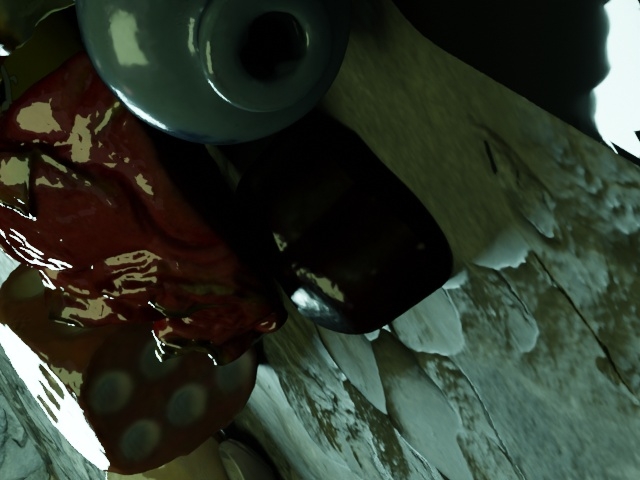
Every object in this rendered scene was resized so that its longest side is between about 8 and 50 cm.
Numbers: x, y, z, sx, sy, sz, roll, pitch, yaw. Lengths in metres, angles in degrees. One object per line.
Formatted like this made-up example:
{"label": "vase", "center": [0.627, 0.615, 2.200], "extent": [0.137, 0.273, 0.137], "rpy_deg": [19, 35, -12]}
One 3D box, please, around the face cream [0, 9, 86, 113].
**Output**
{"label": "face cream", "center": [-0.161, -0.053, 1.191], "extent": [0.348, 0.105, 0.105], "rpy_deg": [50, 161, 16]}

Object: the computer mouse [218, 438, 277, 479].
{"label": "computer mouse", "center": [-0.069, 0.245, 1.576], "extent": [0.096, 0.039, 0.066], "rpy_deg": [66, 160, -8]}

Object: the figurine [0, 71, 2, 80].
{"label": "figurine", "center": [-0.280, -0.101, 1.136], "extent": [0.156, 0.115, 0.094], "rpy_deg": [75, -164, -67]}

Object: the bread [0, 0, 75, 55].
{"label": "bread", "center": [-0.312, -0.312, 1.063], "extent": [0.324, 0.143, 0.333], "rpy_deg": [24, 144, 55]}

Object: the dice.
{"label": "dice", "center": [-0.169, 0.091, 1.351], "extent": [0.179, 0.175, 0.174], "rpy_deg": [31, 149, 44]}

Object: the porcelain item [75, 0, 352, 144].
{"label": "porcelain item", "center": [-0.073, -0.136, 0.804], "extent": [0.259, 0.141, 0.141], "rpy_deg": [43, 160, 56]}

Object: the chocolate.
{"label": "chocolate", "center": [0.000, 0.000, 0.926], "extent": [0.148, 0.080, 0.125], "rpy_deg": [47, 159, 19]}

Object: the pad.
{"label": "pad", "center": [0.024, -0.220, 0.595], "extent": [0.315, 0.063, 0.375], "rpy_deg": [40, 164, 51]}

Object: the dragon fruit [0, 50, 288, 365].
{"label": "dragon fruit", "center": [-0.129, 0.004, 0.982], "extent": [0.205, 0.152, 0.317], "rpy_deg": [56, -178, -1]}

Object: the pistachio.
{"label": "pistachio", "center": [-0.155, 0.270, 1.642], "extent": [0.157, 0.157, 0.229], "rpy_deg": [19, 131, 60]}
